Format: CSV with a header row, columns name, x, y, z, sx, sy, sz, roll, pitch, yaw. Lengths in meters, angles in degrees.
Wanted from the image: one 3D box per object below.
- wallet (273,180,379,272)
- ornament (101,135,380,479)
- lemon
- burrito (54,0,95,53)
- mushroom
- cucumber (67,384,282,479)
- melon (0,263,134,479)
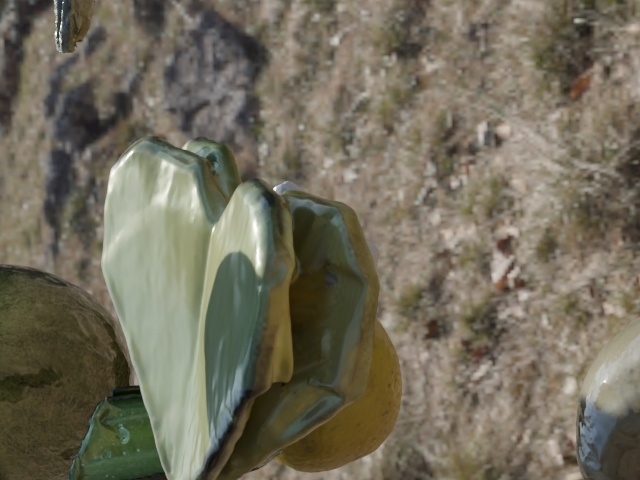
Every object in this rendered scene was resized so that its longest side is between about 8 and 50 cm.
name,x,y,z,sx,sy,sz,roll,pitch,yaw
wallet,0.000,0.000,1.705,0.190,0.033,0.095,37,127,20
ornament,-0.055,0.048,0.597,0.201,0.059,0.180,29,113,57
lemon,-0.003,0.193,1.639,0.253,0.228,0.228,83,164,-58
burrito,-0.365,-0.389,1.805,0.058,0.063,0.230,-2,90,30
mushroom,0.363,0.207,1.071,0.290,0.292,0.292,-75,8,-45
cucumber,-0.132,0.183,1.063,0.115,0.193,0.086,-126,29,-50
melon,-0.328,0.146,1.291,0.329,0.248,0.249,47,-153,-73
